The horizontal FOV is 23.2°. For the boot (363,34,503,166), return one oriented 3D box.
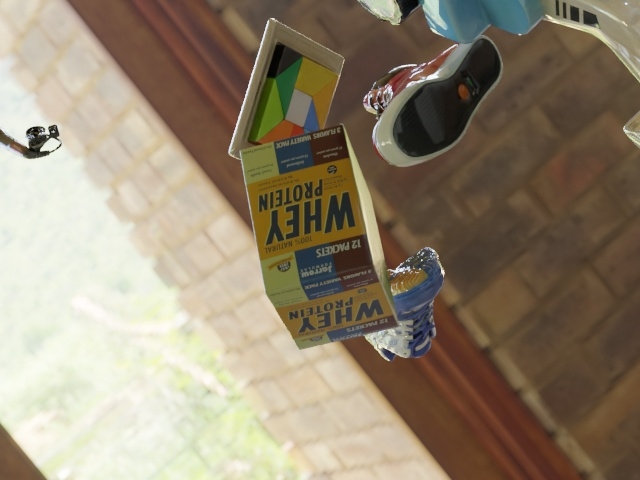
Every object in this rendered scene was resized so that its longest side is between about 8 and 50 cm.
[{"bbox_3d":[0.097,-0.153,1.895,0.176,0.088,0.244,-14,23,43],"label":"boot"}]

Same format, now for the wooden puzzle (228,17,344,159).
[{"bbox_3d":[-0.044,-0.213,2.469,0.238,0.044,0.221,20,-95,-59],"label":"wooden puzzle"}]

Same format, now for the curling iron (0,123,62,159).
[{"bbox_3d":[-0.468,-0.157,2.325,0.068,0.035,0.274,-28,26,-32],"label":"curling iron"}]

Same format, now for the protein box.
[{"bbox_3d":[0.000,0.000,1.959,0.136,0.201,0.200,-14,-27,6],"label":"protein box"}]

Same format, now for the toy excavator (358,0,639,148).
[{"bbox_3d":[0.241,-0.301,1.754,0.222,0.433,0.445,-42,43,-16],"label":"toy excavator"}]

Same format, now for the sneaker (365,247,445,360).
[{"bbox_3d":[0.132,0.100,2.250,0.112,0.131,0.296,-35,-1,-16],"label":"sneaker"}]
